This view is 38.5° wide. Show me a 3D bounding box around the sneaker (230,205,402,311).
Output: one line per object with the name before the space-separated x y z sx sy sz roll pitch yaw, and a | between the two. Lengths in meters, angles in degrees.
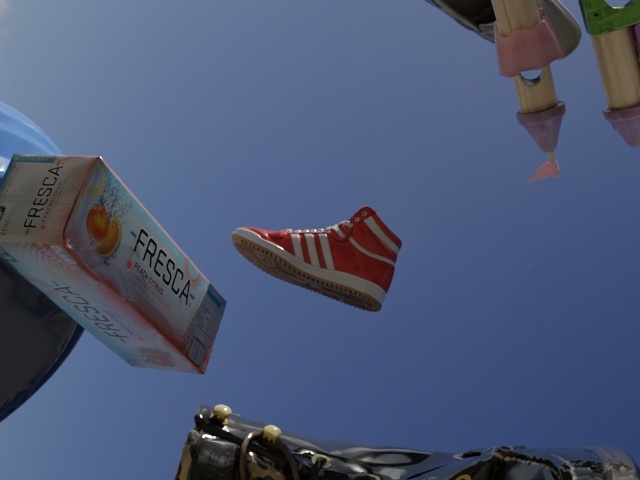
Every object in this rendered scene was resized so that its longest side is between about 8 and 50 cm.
sneaker | 0.000 0.000 0.656 0.042 0.118 0.067 91 23 -68

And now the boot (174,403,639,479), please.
boot | 0.037 0.195 0.651 0.377 0.284 0.138 108 -7 -75

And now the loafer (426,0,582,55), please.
loafer | 0.256 -0.341 1.343 0.112 0.319 0.111 -60 -156 26

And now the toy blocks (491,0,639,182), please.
toy blocks | 0.327 -0.228 0.986 0.309 0.289 0.260 -71 142 -71

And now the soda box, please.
soda box | -0.125 0.021 0.564 0.063 0.183 0.058 3 -119 21

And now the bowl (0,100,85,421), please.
bowl | -0.330 0.062 0.618 0.077 0.391 0.391 53 -51 26
